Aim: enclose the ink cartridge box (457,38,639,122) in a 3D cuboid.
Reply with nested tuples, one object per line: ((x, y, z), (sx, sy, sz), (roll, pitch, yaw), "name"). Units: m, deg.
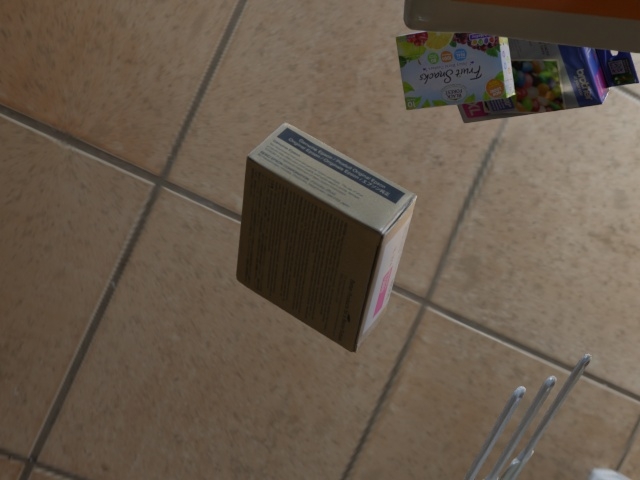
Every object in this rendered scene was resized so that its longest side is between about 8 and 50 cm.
((0.354, -0.303, 1.722), (0.065, 0.311, 0.186), (-56, 130, -42), "ink cartridge box")

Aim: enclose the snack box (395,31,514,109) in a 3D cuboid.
((0.174, -0.227, 1.338), (0.141, 0.037, 0.100), (-4, 104, 30), "snack box")

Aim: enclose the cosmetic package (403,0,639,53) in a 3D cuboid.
((0.166, -0.293, 0.357), (0.230, 0.161, 0.453), (8, 132, 6), "cosmetic package")

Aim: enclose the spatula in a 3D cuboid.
((0.199, 0.228, 1.096), (0.168, 0.019, 0.242), (-13, 137, -43), "spatula")

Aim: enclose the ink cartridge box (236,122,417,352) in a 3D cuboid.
((0.000, 0.000, 1.265), (0.193, 0.235, 0.088), (30, 51, 16), "ink cartridge box")
